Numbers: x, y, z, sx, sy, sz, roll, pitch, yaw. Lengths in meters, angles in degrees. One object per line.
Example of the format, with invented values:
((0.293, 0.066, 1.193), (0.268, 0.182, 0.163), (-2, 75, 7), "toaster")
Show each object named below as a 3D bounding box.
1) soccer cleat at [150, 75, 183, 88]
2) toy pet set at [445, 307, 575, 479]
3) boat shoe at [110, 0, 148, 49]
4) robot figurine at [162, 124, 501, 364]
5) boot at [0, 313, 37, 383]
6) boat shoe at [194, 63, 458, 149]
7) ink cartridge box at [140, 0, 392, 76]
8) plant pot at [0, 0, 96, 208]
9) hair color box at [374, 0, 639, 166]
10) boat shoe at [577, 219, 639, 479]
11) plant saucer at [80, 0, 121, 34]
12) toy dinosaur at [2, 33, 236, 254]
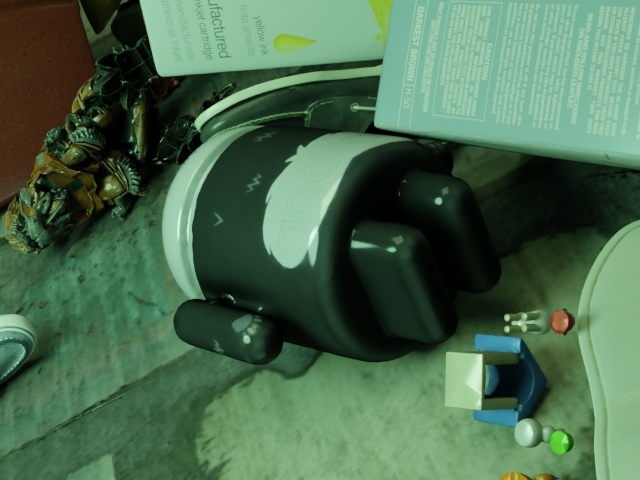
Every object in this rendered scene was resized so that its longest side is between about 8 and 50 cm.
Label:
((-0.168, -0.196, 1.533), (0.035, 0.029, 0.083), (-4, 42, 48), "soccer cleat")
((0.143, 0.106, 0.910), (0.114, 0.065, 0.122), (0, 87, 50), "toy pet set")
((-0.146, -0.280, 1.564), (0.227, 0.081, 0.069), (-8, 47, 36), "boat shoe")
((0.002, 0.001, 1.050), (0.278, 0.209, 0.174), (10, 96, 44), "robot figurine")
((-0.334, 0.149, 1.239), (0.190, 0.069, 0.086), (-35, 42, 13), "boot")
((0.010, -0.102, 1.171), (0.233, 0.084, 0.079), (-8, 76, -12), "boat shoe")
((0.025, -0.311, 1.198), (0.384, 0.279, 0.160), (-4, 41, 6), "ink cartridge box")
((-0.373, -0.198, 1.512), (0.235, 0.267, 0.267), (-17, 35, -8), "plant pot")
((0.237, -0.104, 0.943), (0.374, 0.185, 0.114), (13, 96, 45), "hair color box")
((0.219, 0.093, 0.844), (0.095, 0.079, 0.254), (-16, 42, 20), "boat shoe")
((-0.175, -0.436, 1.490), (0.333, 0.081, 0.333), (-64, 8, -25), "plant saucer")
((-0.207, -0.128, 1.393), (0.218, 0.164, 0.322), (-11, 61, 54), "toy dinosaur")
